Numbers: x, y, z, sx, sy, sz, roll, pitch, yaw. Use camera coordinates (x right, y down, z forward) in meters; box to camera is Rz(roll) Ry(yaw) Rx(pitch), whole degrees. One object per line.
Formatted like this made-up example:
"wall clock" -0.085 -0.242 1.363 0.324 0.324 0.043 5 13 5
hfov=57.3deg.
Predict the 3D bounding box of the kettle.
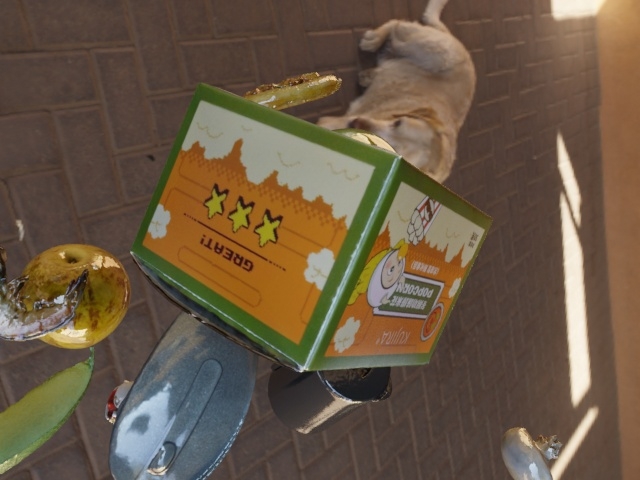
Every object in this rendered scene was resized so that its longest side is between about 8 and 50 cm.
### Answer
"kettle" 0.007 0.286 1.350 0.203 0.308 0.262 -12 69 -27

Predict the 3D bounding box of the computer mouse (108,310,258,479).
"computer mouse" -0.227 0.263 1.025 0.203 0.114 0.374 30 66 -22

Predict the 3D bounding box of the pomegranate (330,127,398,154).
"pomegranate" 0.006 -0.057 0.923 0.358 0.216 0.310 22 60 -19

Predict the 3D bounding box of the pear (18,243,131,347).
"pear" -0.620 0.144 1.484 0.280 0.280 0.281 -9 102 -49

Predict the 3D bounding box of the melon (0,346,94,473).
"melon" -0.506 0.302 1.079 0.262 0.113 0.053 -50 156 -37

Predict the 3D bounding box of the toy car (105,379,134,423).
"toy car" -0.498 0.429 1.570 0.112 0.139 0.112 -85 -165 -45

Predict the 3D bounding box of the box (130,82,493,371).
"box" 0.000 0.000 0.450 0.194 0.177 0.148 17 99 -58

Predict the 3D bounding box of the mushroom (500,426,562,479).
"mushroom" 0.284 0.285 0.773 0.079 0.085 0.085 -21 118 -3

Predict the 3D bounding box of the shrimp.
"shrimp" -0.395 0.037 0.794 0.147 0.035 0.195 -10 97 -5

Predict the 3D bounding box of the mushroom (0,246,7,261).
"mushroom" -0.683 0.017 0.885 0.260 0.345 0.346 83 28 -69

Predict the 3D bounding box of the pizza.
"pizza" -0.096 -0.331 1.326 0.292 0.197 0.058 -18 109 -12
